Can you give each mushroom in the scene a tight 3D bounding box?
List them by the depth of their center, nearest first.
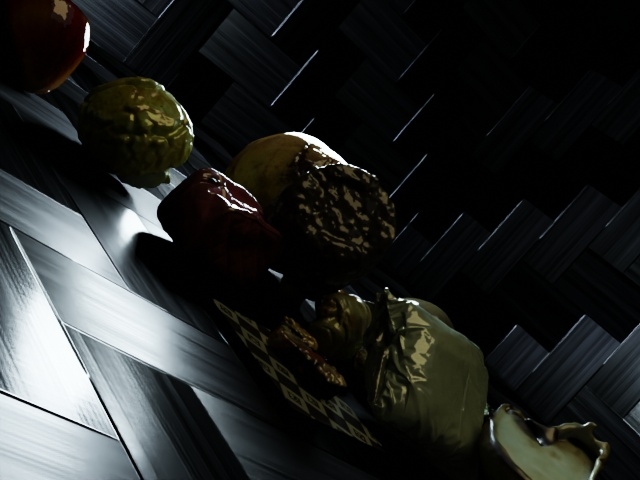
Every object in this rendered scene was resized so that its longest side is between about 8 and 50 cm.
[{"bbox_3d":[0.359,0.414,1.830,0.217,0.212,0.292,25,35,16],"label":"mushroom"}]

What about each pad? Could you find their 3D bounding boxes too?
[{"bbox_3d":[-0.328,-0.134,2.379,0.211,0.003,0.143,39,6,-17],"label":"pad"}]

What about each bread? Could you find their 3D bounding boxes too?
[{"bbox_3d":[0.048,0.163,1.963,0.088,0.128,0.232,13,-2,18],"label":"bread"}]

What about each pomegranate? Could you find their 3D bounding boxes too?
[{"bbox_3d":[-0.061,-0.074,2.259,0.322,0.322,0.322,41,6,-5],"label":"pomegranate"}]

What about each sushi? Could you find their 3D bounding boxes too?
[{"bbox_3d":[-0.020,0.195,1.676,0.264,0.050,0.290,35,9,-46],"label":"sushi"}]

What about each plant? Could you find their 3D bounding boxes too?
[{"bbox_3d":[0.000,0.000,2.002,0.215,0.213,0.312,57,-23,12],"label":"plant"}]

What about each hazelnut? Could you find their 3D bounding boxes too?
[{"bbox_3d":[-0.541,-0.372,2.012,0.208,0.208,0.208,41,6,-5],"label":"hazelnut"}]

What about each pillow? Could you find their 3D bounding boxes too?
[{"bbox_3d":[0.189,0.259,1.863,0.310,0.138,0.283,39,40,-34],"label":"pillow"}]

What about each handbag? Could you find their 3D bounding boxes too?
[{"bbox_3d":[-0.171,-0.019,1.838,0.135,0.146,0.225,52,10,35],"label":"handbag"}]

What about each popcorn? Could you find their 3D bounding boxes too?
[{"bbox_3d":[-0.342,-0.203,1.948,0.204,0.183,0.221,-3,38,-36],"label":"popcorn"}]

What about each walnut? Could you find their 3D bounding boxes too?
[{"bbox_3d":[0.093,0.241,1.949,0.096,0.083,0.079,-125,-163,-67],"label":"walnut"}]

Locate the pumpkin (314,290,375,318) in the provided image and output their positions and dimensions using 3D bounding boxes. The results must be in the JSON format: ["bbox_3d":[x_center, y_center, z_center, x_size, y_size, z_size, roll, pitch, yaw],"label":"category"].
[{"bbox_3d":[0.048,0.154,2.149,0.183,0.108,0.119,31,-21,51],"label":"pumpkin"}]

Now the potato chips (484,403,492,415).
[{"bbox_3d":[0.327,0.380,2.543,0.167,0.059,0.228,33,2,21],"label":"potato chips"}]

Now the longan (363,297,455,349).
[{"bbox_3d":[0.196,0.217,2.278,0.198,0.198,0.212,35,9,-45],"label":"longan"}]
